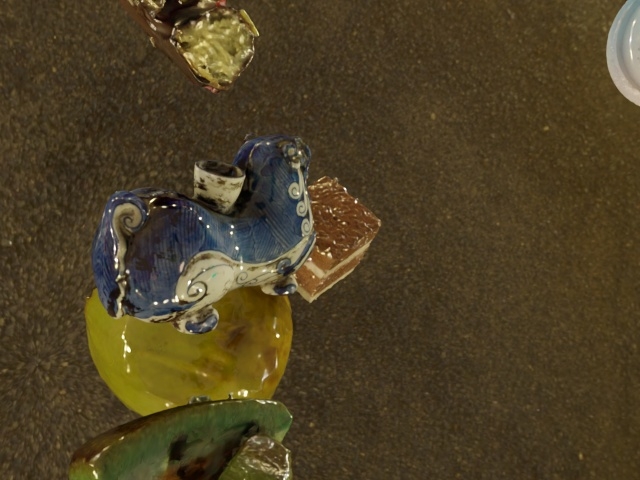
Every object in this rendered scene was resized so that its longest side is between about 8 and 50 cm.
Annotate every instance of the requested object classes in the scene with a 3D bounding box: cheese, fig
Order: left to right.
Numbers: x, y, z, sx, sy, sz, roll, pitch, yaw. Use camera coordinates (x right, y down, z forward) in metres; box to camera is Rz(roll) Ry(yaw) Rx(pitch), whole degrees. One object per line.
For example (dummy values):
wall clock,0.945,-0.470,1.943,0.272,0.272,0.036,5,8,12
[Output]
fig,-0.219,0.162,0.965,0.344,0.343,0.343,6,76,-25
cheese,0.402,-0.262,0.651,0.052,0.135,0.244,-36,116,-63

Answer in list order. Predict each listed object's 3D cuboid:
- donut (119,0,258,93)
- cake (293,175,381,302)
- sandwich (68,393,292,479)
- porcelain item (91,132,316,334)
donut,-0.240,-0.389,0.822,0.136,0.345,0.259,-41,57,-4
cake,0.000,0.000,0.923,0.135,0.147,0.135,-35,68,-31
sandwich,-0.134,0.329,0.605,0.251,0.162,0.301,8,85,-42
porcelain item,-0.111,-0.018,0.628,0.288,0.138,0.186,-15,123,-47
